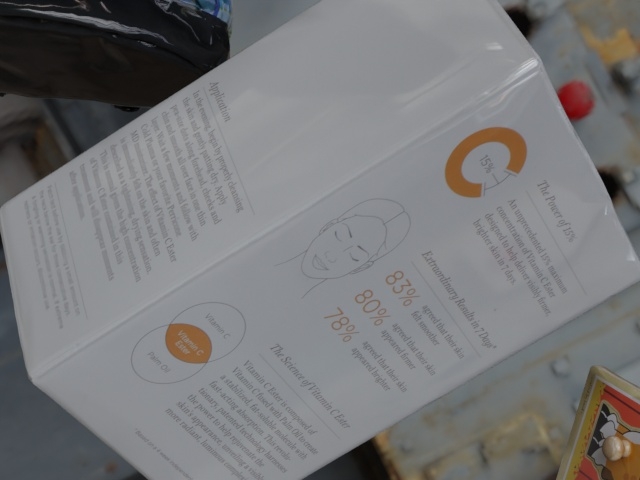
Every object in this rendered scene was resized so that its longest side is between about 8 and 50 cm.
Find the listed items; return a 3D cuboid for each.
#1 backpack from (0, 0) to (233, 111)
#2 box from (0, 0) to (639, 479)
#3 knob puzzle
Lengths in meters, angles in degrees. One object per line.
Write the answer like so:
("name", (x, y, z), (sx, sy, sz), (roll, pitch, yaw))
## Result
("backpack", (-0.189, -0.311, 1.078), (0.273, 0.290, 0.355), (110, -12, -70))
("box", (0.000, 0.000, 0.889), (0.215, 0.345, 0.168), (52, 10, -43))
("knob puzzle", (0.239, 0.211, 1.042), (0.030, 0.213, 0.213), (7, 43, -31))
